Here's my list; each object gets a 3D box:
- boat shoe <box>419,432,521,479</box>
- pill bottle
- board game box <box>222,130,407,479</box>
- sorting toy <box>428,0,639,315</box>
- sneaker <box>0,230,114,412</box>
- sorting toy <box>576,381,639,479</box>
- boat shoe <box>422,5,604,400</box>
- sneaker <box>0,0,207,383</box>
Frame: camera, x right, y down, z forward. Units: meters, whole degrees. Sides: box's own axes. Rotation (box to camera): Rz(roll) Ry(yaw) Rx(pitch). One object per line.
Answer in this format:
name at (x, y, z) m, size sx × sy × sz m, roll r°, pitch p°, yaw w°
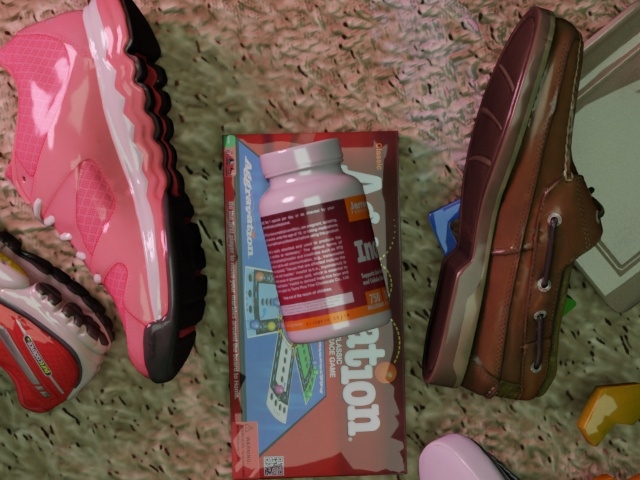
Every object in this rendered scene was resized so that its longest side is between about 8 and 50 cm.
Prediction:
boat shoe at (0.196, 0.274, 1.485) m, size 0.102 × 0.108 × 0.301 m, roll -29°, pitch 77°, yaw -33°
pill bottle at (0.000, 0.000, 1.451) m, size 0.086 × 0.086 × 0.152 m, roll -13°, pitch 91°, yaw -1°
board game box at (-0.004, 0.052, 1.509) m, size 0.145 × 0.027 × 0.281 m, roll -2°, pitch 91°, yaw -3°
sorting toy at (0.252, -0.069, 1.503) m, size 0.347 × 0.047 × 0.196 m, roll -39°, pitch 96°, yaw 4°
sneaker at (-0.300, 0.035, 1.467) m, size 0.279 × 0.107 × 0.118 m, roll 38°, pitch 99°, yaw 1°
sorting toy at (0.346, 0.127, 1.496) m, size 0.307 × 0.041 × 0.229 m, roll -8°, pitch 95°, yaw -11°
boat shoe at (0.164, -0.025, 1.436) m, size 0.104 × 0.111 × 0.307 m, roll 12°, pitch 106°, yaw -6°
sneaker at (-0.178, -0.035, 1.477) m, size 0.136 × 0.116 × 0.314 m, roll -12°, pitch 84°, yaw 9°
